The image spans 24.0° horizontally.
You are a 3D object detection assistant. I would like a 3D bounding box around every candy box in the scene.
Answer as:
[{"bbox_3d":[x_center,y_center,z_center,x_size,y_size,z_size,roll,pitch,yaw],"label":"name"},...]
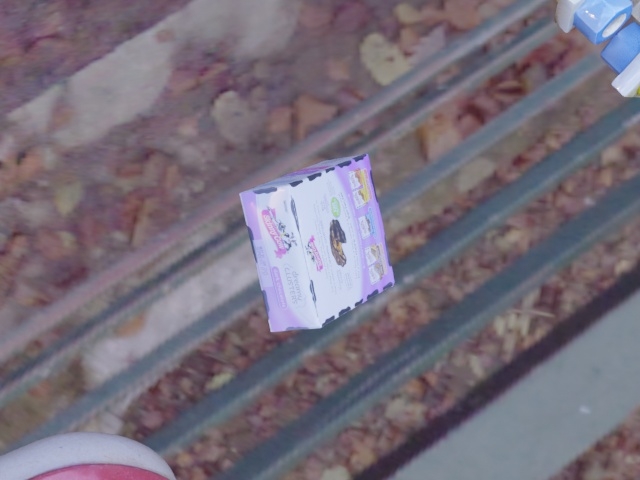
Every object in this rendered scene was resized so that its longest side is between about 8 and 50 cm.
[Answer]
[{"bbox_3d":[0.000,0.000,1.732,0.196,0.070,0.165,-25,105,-59],"label":"candy box"}]

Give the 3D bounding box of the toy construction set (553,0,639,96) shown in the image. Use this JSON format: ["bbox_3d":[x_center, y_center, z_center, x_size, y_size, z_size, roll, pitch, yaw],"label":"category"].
[{"bbox_3d":[0.297,-0.207,0.903,0.327,0.215,0.151,-31,75,17],"label":"toy construction set"}]

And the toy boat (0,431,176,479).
[{"bbox_3d":[-0.188,0.227,0.979,0.231,0.151,0.151,-23,64,-10],"label":"toy boat"}]
